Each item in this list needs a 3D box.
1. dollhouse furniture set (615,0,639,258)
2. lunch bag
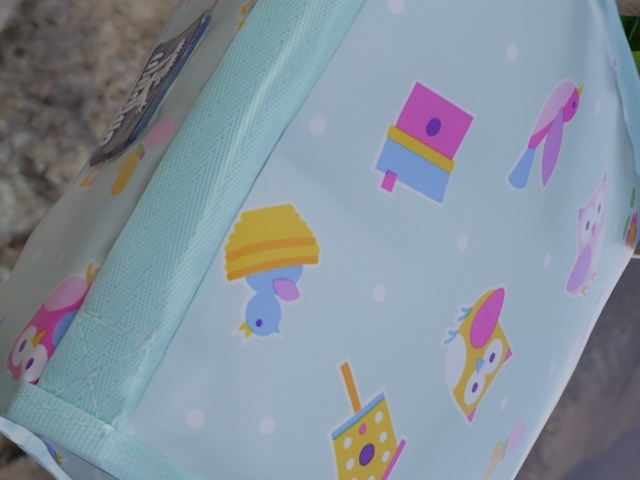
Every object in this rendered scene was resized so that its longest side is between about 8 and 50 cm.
[{"bbox_3d":[0.115,-0.081,0.566,0.301,0.197,0.151,30,70,-51],"label":"dollhouse furniture set"},{"bbox_3d":[0.000,0.000,0.539,0.223,0.160,0.262,-60,159,-13],"label":"lunch bag"}]
